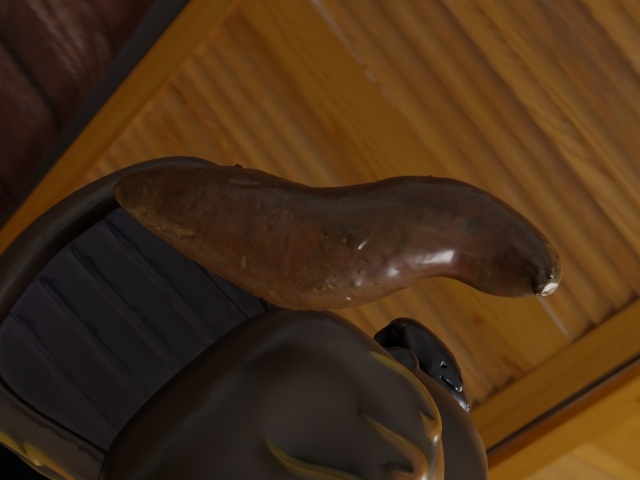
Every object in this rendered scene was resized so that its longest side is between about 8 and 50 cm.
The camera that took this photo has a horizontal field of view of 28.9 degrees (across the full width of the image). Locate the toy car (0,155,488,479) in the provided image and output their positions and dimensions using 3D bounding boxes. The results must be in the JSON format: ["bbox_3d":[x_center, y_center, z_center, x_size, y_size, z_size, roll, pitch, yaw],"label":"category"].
[{"bbox_3d":[-0.062,0.096,0.686,0.340,0.271,0.240,47,-9,16],"label":"toy car"}]

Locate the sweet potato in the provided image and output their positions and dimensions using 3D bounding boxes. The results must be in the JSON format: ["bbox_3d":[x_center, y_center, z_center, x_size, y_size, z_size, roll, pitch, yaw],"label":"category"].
[{"bbox_3d":[0.001,-0.001,0.512,0.202,0.058,0.055,7,21,19],"label":"sweet potato"}]
